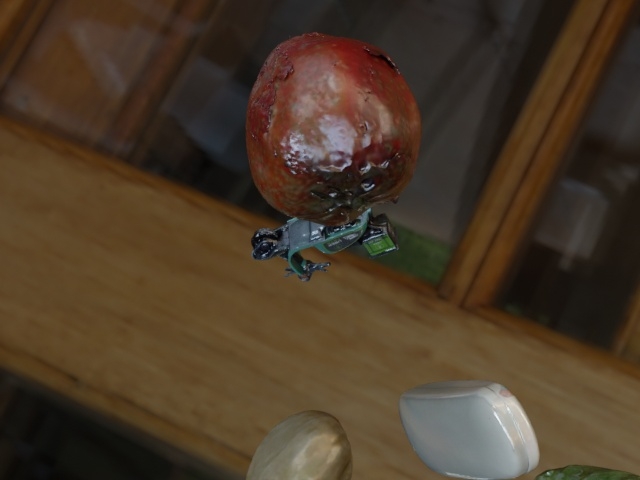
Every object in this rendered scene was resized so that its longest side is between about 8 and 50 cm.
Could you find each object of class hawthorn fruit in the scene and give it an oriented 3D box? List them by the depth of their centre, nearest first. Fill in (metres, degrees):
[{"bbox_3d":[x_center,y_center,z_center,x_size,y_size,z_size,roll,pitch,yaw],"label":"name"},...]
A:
[{"bbox_3d":[-0.003,-0.129,1.609,0.181,0.181,0.235,50,-166,-57],"label":"hawthorn fruit"}]

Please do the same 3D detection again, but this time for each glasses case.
[{"bbox_3d":[0.119,0.156,1.335,0.081,0.051,0.204,68,160,-4],"label":"glasses case"}]

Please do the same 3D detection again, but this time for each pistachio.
[{"bbox_3d":[-0.028,0.299,2.075,0.126,0.185,0.108,31,153,8],"label":"pistachio"}]

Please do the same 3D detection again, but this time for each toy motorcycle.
[{"bbox_3d":[0.000,0.000,1.994,0.173,0.058,0.100,-20,135,16],"label":"toy motorcycle"}]

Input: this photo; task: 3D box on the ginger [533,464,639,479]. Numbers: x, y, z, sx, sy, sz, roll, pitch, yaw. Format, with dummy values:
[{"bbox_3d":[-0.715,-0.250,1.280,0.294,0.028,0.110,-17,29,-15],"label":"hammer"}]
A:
[{"bbox_3d":[0.358,0.303,1.815,0.137,0.089,0.290,37,162,-21],"label":"ginger"}]
